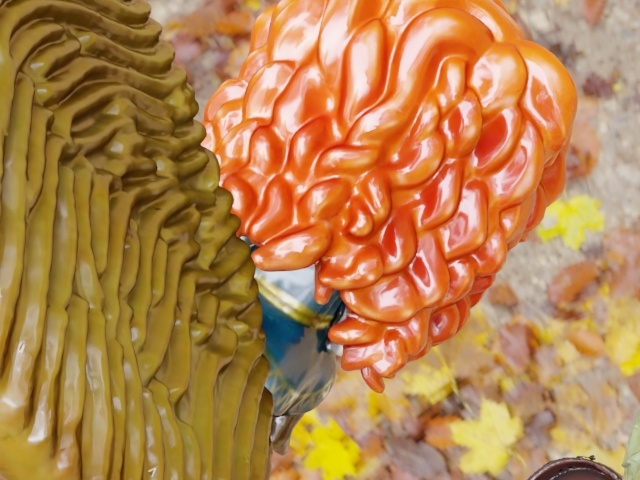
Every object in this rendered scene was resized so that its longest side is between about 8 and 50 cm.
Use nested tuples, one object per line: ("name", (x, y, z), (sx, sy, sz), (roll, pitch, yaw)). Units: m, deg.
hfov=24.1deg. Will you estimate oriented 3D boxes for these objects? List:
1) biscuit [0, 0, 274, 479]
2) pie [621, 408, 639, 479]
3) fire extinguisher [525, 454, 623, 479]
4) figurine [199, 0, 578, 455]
("biscuit", (-0.091, -0.020, 0.614), (0.040, 0.318, 0.318), (-18, 62, 14))
("pie", (0.308, 0.140, 0.859), (0.306, 0.071, 0.306), (-10, 69, 28))
("fire extinguisher", (0.251, 0.251, 1.103), (0.105, 0.341, 0.141), (-45, 45, 8))
("figurine", (-0.001, 0.006, 1.034), (0.241, 0.412, 0.306), (45, 43, 18))
